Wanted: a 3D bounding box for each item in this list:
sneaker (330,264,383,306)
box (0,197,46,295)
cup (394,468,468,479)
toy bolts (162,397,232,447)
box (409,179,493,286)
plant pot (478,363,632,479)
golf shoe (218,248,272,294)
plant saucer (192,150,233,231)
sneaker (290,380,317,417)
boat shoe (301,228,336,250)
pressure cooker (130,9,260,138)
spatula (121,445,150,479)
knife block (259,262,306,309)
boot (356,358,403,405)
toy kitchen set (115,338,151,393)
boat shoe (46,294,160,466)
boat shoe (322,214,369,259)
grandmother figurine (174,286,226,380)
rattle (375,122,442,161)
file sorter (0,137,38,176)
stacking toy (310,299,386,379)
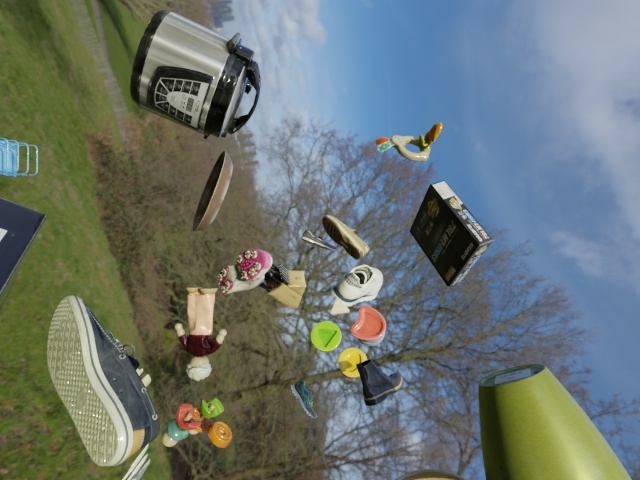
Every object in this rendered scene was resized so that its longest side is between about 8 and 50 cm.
[{"bbox_3d":[0.124,0.109,1.157,0.090,0.235,0.095,39,-64,18],"label":"sneaker"},{"bbox_3d":[-0.812,0.108,0.940,0.312,0.179,0.343,-53,-149,20],"label":"box"},{"bbox_3d":[0.290,0.778,1.020,0.331,0.331,0.237,-112,-173,-51],"label":"cup"},{"bbox_3d":[-0.477,0.731,1.594,0.218,0.158,0.228,48,12,34],"label":"toy bolts"},{"bbox_3d":[0.470,-0.020,1.565,0.295,0.073,0.293,100,-32,-55],"label":"box"},{"bbox_3d":[0.431,0.409,0.825,0.275,0.274,0.293,108,-36,-75],"label":"plant pot"},{"bbox_3d":[-0.251,0.111,1.528,0.306,0.140,0.115,-28,-115,43],"label":"golf shoe"},{"bbox_3d":[-0.385,-0.171,1.518,0.310,0.050,0.310,-49,-151,39],"label":"plant saucer"},{"bbox_3d":[-0.056,0.666,1.766,0.166,0.076,0.065,54,-7,8],"label":"sneaker"},{"bbox_3d":[0.000,0.000,2.224,0.075,0.206,0.065,-14,-124,69],"label":"boat shoe"},{"bbox_3d":[-0.434,-0.593,1.554,0.370,0.420,0.375,-164,-85,-75],"label":"pressure cooker"},{"bbox_3d":[-0.644,0.811,1.380,0.242,0.019,0.168,-57,172,-50],"label":"spatula"},{"bbox_3d":[-0.199,0.208,1.907,0.276,0.242,0.088,111,-24,-48],"label":"knife block"},{"bbox_3d":[0.201,0.445,1.399,0.198,0.077,0.137,-11,83,-53],"label":"boot"},{"bbox_3d":[-0.724,0.471,1.455,0.207,0.166,0.122,57,38,-15],"label":"toy kitchen set"},{"bbox_3d":[-0.590,0.355,1.128,0.500,0.187,0.156,47,16,26],"label":"boat shoe"},{"bbox_3d":[0.086,-0.019,1.415,0.190,0.072,0.068,48,-38,12],"label":"boat shoe"},{"bbox_3d":[-0.440,0.347,1.555,0.104,0.208,0.342,8,84,-64],"label":"grandmother figurine"},{"bbox_3d":[0.311,-0.371,1.506,0.143,0.199,0.130,104,9,-65],"label":"rattle"},{"bbox_3d":[-1.064,-0.283,1.415,0.170,0.104,0.118,-12,105,-81],"label":"file sorter"},{"bbox_3d":[0.122,0.427,1.838,0.279,0.309,0.130,28,-26,20],"label":"stacking toy"}]
